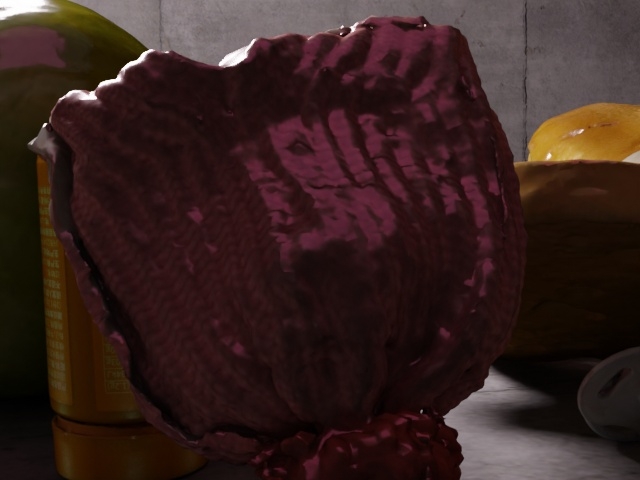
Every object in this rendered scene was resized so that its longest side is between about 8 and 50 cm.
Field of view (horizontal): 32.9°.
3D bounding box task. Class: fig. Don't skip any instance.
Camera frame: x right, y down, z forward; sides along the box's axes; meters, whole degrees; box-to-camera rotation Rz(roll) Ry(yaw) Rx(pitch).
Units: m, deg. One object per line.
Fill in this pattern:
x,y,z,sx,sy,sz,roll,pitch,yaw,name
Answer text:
-0.201,-0.021,0.809,0.316,0.316,0.316,-1,7,0,fig

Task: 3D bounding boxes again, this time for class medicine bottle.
-0.112,0.037,0.633,0.096,0.192,0.096,-2,7,0,medicine bottle

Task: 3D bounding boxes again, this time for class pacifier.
0.196,0.104,0.624,0.099,0.081,0.078,18,35,-21,pacifier

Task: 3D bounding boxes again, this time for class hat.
-0.003,0.025,0.521,0.236,0.286,0.107,-17,-27,-2,hat

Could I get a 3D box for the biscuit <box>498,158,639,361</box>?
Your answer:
0.172,0.023,0.709,0.275,0.052,0.355,0,-19,19,biscuit

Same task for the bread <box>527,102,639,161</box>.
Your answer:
0.345,-0.055,1.174,0.195,0.149,0.344,-7,24,-6,bread

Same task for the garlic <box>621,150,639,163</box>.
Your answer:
0.366,0.013,0.892,0.281,0.185,0.203,18,28,-8,garlic
